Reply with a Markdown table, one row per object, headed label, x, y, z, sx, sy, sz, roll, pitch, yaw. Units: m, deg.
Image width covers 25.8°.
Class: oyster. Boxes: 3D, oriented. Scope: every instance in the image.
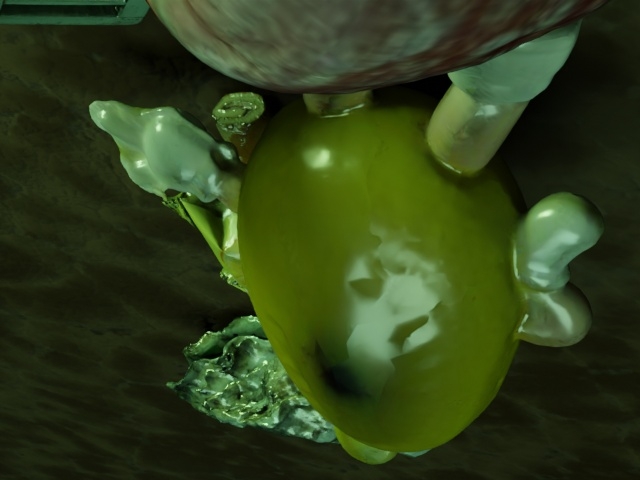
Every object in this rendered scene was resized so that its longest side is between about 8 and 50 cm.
| label | x | y | z | sx | sy | sz | roll | pitch | yaw |
| --- | --- | --- | --- | --- | --- | --- | --- | --- | --- |
| oyster | -0.017 | 0.162 | 1.455 | 0.268 | 0.112 | 0.198 | 2 | 154 | 18 |

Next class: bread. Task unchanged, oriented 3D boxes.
| label | x | y | z | sx | sy | sz | roll | pitch | yaw |
| --- | --- | --- | --- | --- | --- | --- | --- | --- | --- |
| bread | -0.048 | -0.077 | 1.041 | 0.047 | 0.036 | 0.083 | 1 | 155 | 21 |

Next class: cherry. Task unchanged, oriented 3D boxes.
| label | x | y | z | sx | sy | sz | roll | pitch | yaw |
| --- | --- | --- | --- | --- | --- | --- | --- | --- | --- |
| cherry | 0.013 | -0.170 | 0.598 | 0.286 | 0.212 | 0.236 | -5 | -174 | -16 |

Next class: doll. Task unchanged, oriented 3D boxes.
| label | x | y | z | sx | sy | sz | roll | pitch | yaw |
| --- | --- | --- | --- | --- | --- | --- | --- | --- | --- |
| doll | 0.024 | -0.034 | 0.897 | 0.348 | 0.161 | 0.423 | 43 | 141 | -4 |

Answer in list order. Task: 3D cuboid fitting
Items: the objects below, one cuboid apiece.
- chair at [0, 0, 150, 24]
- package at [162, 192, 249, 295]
| label | x | y | z | sx | sy | sz | roll | pitch | yaw |
| --- | --- | --- | --- | --- | --- | --- | --- | --- | --- |
| chair | -0.226 | -0.110 | 0.827 | 0.271 | 0.147 | 0.136 | 4 | 166 | -20 |
| package | 0.000 | 0.000 | 1.113 | 0.226 | 0.090 | 0.168 | -1 | 154 | 20 |
